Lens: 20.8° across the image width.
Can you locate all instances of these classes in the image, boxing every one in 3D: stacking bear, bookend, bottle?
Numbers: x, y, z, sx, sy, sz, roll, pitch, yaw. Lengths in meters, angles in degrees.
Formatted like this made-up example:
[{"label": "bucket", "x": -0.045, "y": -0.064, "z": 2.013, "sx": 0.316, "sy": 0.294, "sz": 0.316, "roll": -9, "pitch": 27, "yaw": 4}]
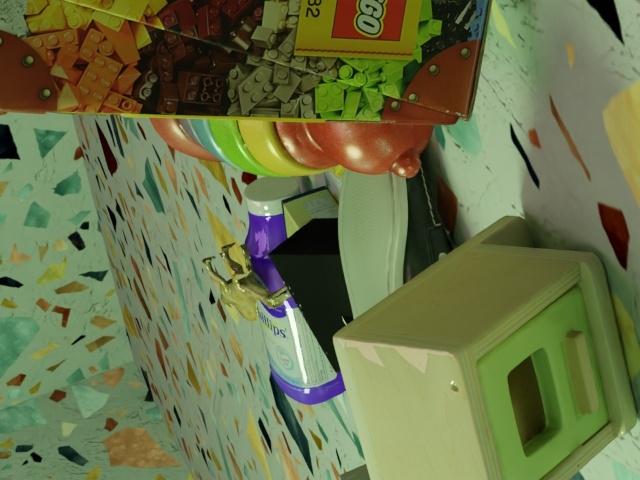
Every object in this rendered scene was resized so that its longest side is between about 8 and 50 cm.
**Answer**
[{"label": "stacking bear", "x": -0.013, "y": -0.129, "z": 1.554, "sx": 0.289, "sy": 0.164, "sz": 0.175, "roll": 16, "pitch": 119, "yaw": 48}, {"label": "bookend", "x": 0.046, "y": 0.058, "z": 1.812, "sx": 0.157, "sy": 0.072, "sz": 0.156, "roll": -1, "pitch": 122, "yaw": 57}, {"label": "bottle", "x": -0.032, "y": 0.058, "z": 2.100, "sx": 0.118, "sy": 0.092, "sz": 0.282, "roll": 39, "pitch": 147, "yaw": 53}]

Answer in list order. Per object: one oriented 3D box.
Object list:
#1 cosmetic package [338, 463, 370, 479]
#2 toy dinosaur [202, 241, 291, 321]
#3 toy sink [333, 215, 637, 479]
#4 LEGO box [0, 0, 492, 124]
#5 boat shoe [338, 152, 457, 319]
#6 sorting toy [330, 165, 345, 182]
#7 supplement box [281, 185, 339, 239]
[{"label": "cosmetic package", "x": 0.095, "y": 0.347, "z": 1.962, "sx": 0.238, "sy": 0.107, "sz": 0.127, "roll": 76, "pitch": 169, "yaw": -56}, {"label": "toy dinosaur", "x": -0.102, "y": 0.054, "z": 2.055, "sx": 0.183, "sy": 0.053, "sz": 0.092, "roll": -7, "pitch": 109, "yaw": 62}, {"label": "toy sink", "x": 0.145, "y": 0.094, "z": 1.316, "sx": 0.131, "sy": 0.234, "sz": 0.152, "roll": 4, "pitch": 116, "yaw": 43}, {"label": "LEGO box", "x": -0.134, "y": -0.260, "z": 1.377, "sx": 0.500, "sy": 0.373, "sz": 0.193, "roll": -134, "pitch": 48, "yaw": -59}, {"label": "boat shoe", "x": 0.081, "y": 0.037, "z": 1.603, "sx": 0.114, "sy": 0.091, "sz": 0.302, "roll": -7, "pitch": 83, "yaw": 62}, {"label": "sorting toy", "x": 0.010, "y": -0.144, "z": 1.716, "sx": 0.208, "sy": 0.038, "sz": 0.193, "roll": -142, "pitch": 42, "yaw": -65}, {"label": "supplement box", "x": 0.000, "y": 0.000, "z": 1.969, "sx": 0.083, "sy": 0.056, "sz": 0.083, "roll": -124, "pitch": 19, "yaw": -46}]
